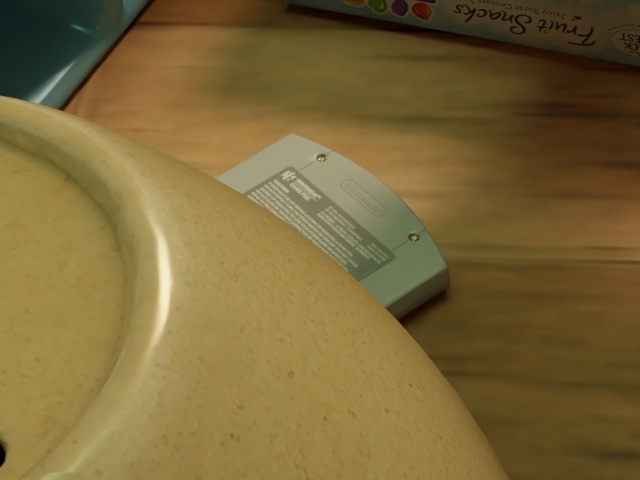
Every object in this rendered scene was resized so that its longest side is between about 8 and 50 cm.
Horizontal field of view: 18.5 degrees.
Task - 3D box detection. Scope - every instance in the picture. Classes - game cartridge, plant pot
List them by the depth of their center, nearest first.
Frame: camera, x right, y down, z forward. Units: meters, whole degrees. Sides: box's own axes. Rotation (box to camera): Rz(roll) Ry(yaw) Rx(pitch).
[{"bbox_3d":[-0.082,0.079,0.438,0.284,0.191,0.284,-5,45,5],"label":"plant pot"},{"bbox_3d":[0.000,0.000,0.622,0.056,0.017,0.083,-34,51,-17],"label":"game cartridge"}]

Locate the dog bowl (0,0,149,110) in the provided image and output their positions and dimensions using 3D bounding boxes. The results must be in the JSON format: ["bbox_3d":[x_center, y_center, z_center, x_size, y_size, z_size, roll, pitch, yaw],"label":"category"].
[{"bbox_3d":[-0.099,-0.128,0.668,0.074,0.166,0.297,25,53,14],"label":"dog bowl"}]

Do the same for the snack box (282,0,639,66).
[{"bbox_3d":[0.099,-0.160,0.723,0.174,0.070,0.207,13,52,20],"label":"snack box"}]
